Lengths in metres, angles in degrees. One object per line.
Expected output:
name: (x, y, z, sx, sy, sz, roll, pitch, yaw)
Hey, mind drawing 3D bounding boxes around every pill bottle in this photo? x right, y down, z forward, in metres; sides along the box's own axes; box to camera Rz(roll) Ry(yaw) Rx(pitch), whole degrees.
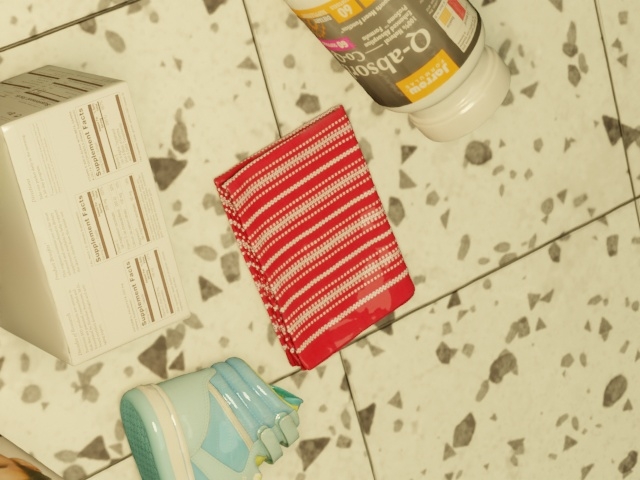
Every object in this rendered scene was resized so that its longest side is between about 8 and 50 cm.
pill bottle: (0.092, -0.251, 1.984, 0.278, 0.162, 0.162, 44, 76, -30)

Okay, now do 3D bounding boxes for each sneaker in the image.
sneaker: (-0.094, 0.285, 2.000, 0.208, 0.127, 0.319, -24, 113, -25)

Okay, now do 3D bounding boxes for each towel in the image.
towel: (0.000, 0.000, 2.057, 0.199, 0.031, 0.274, -33, 115, -23)

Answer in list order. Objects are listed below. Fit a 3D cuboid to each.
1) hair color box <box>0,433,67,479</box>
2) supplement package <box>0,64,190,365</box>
hair color box: (-0.386, 0.256, 1.660, 0.185, 0.374, 0.113, -1, 101, -32)
supplement package: (-0.273, -0.032, 1.774, 0.145, 0.204, 0.261, -23, 111, -27)
